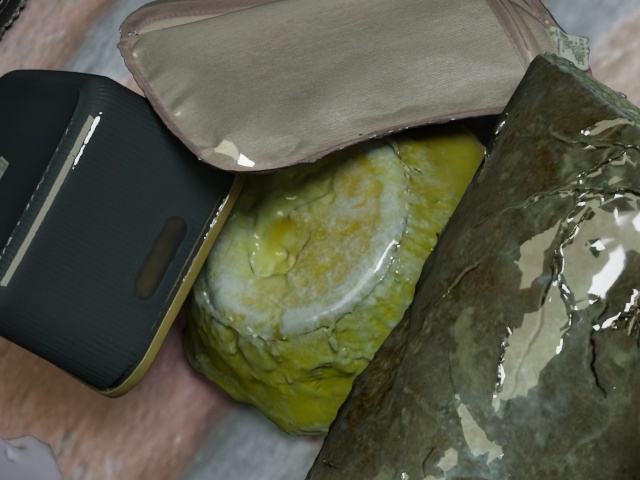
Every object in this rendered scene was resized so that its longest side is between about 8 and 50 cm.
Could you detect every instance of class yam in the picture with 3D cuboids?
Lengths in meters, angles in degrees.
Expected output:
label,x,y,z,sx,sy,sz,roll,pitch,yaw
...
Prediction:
label,x,y,z,sx,sy,sz,roll,pitch,yaw
yam,0.105,0.044,0.614,0.154,0.154,0.254,28,84,32

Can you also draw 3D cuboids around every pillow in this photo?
label,x,y,z,sx,sy,sz,roll,pitch,yaw
pillow,0.022,-0.093,0.702,0.232,0.038,0.131,-16,54,-23

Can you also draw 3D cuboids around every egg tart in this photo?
label,x,y,z,sx,sy,sz,roll,pitch,yaw
egg tart,0.000,0.000,0.722,0.197,0.078,0.197,-11,64,22

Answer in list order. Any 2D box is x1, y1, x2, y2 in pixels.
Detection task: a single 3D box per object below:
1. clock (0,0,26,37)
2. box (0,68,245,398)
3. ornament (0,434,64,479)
label,x,y,z,sx,sy,sz,roll,pitch,yaw
clock,-0.224,-0.164,0.939,0.074,0.010,0.083,37,90,33
box,-0.138,-0.013,0.739,0.201,0.090,0.145,18,80,61
ornament,-0.254,0.214,0.654,0.240,0.239,0.239,-39,48,9
